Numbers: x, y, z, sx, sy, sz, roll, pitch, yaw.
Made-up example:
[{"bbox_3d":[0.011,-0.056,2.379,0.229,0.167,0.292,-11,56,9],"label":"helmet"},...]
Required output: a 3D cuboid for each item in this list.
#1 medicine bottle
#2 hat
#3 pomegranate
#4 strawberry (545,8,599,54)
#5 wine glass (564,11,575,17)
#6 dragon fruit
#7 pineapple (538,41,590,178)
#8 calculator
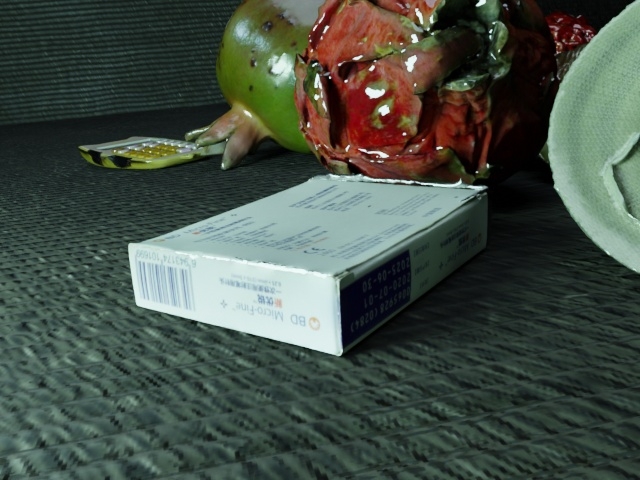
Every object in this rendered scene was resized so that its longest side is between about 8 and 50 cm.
[{"bbox_3d":[0.000,0.000,0.431,0.171,0.052,0.201,6,20,34],"label":"medicine bottle"},{"bbox_3d":[0.285,-0.058,0.407,0.252,0.252,0.110,6,-22,35],"label":"hat"},{"bbox_3d":[-0.037,-0.231,0.990,0.291,0.323,0.291,19,-5,2],"label":"pomegranate"},{"bbox_3d":[0.339,-0.224,0.917,0.187,0.184,0.201,-10,41,-11],"label":"strawberry"},{"bbox_3d":[0.385,-0.437,1.497,0.406,0.267,0.267,-5,16,-13],"label":"wine glass"},{"bbox_3d":[0.097,-0.137,0.582,0.245,0.244,0.299,-4,8,5],"label":"dragon fruit"},{"bbox_3d":[0.308,-0.117,0.702,0.250,0.140,0.164,-12,50,38],"label":"pineapple"},{"bbox_3d":[-0.293,-0.147,1.076,0.237,0.033,0.157,11,22,39],"label":"calculator"}]
